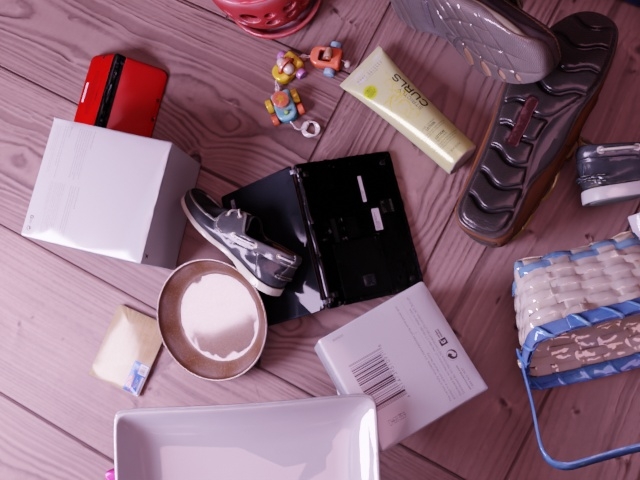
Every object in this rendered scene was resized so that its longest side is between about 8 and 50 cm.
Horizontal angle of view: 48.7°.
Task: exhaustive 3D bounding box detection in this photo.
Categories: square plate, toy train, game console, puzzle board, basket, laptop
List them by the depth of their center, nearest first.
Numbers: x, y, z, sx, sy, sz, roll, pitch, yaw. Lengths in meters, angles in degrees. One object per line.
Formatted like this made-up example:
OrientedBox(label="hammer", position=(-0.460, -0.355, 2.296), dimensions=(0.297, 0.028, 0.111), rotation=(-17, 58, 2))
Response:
OrientedBox(label="square plate", position=(-0.087, 0.384, 0.914), dimensions=(0.344, 0.049, 0.347), rotation=(-2, 80, -7))
OrientedBox(label="basket", position=(0.395, 0.148, 0.962), dimensions=(0.254, 0.201, 0.289), rotation=(-12, 50, 8))
OrientedBox(label="laptop", position=(0.000, 0.000, 1.152), dimensions=(0.264, 0.136, 0.234), rotation=(-11, 81, -19))
OrientedBox(label="toy train", position=(-0.027, -0.262, 1.172), dimensions=(0.125, 0.046, 0.166), rotation=(17, 85, 11))
OrientedBox(label="puzzle board", position=(-0.319, 0.183, 1.178), dimensions=(0.096, 0.011, 0.128), rotation=(22, 87, 9))
OrientedBox(label="game console", position=(-0.352, -0.243, 1.235), dimensions=(0.124, 0.085, 0.144), rotation=(10, 83, 41))

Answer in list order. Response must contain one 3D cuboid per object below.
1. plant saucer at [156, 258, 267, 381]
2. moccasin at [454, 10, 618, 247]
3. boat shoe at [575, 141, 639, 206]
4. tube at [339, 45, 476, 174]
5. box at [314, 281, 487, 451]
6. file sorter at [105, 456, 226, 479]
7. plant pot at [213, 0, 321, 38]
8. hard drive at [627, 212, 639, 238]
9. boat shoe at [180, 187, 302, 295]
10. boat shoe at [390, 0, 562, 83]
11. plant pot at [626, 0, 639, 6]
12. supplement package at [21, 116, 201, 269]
OrientedBox(label="plant saucer", position=(-0.169, 0.124, 1.129), dimensions=(0.198, 0.036, 0.199), rotation=(3, 98, 20))
OrientedBox(label="moccasin", position=(0.334, -0.162, 1.068), dimensions=(0.139, 0.147, 0.380), rotation=(21, 90, 25))
OrientedBox(label="boat shoe", position=(0.521, -0.118, 1.022), dimensions=(0.302, 0.114, 0.091), rotation=(-9, 85, -7))
OrientedBox(label="tube", position=(0.143, -0.206, 1.135), dimensions=(0.070, 0.062, 0.240), rotation=(-31, 70, -37))
OrientedBox(label="box", position=(0.112, 0.187, 1.040), dimensions=(0.182, 0.119, 0.181), rotation=(-29, 80, -10))
OrientedBox(label="file sorter", position=(-0.168, 0.451, 1.025), dimensions=(0.182, 0.202, 0.291), rotation=(-11, 81, 6))
OrientedBox(label="plant pot", position=(-0.093, -0.432, 1.138), dimensions=(0.191, 0.174, 0.191), rotation=(-1, 83, 8))
OrientedBox(label="hard drive", position=(0.588, 0.084, 0.986), dimensions=(0.210, 0.040, 0.319), rotation=(-23, 78, 40))
OrientedBox(label="boat shoe", position=(-0.125, -0.015, 1.108), dimensions=(0.233, 0.084, 0.079), rotation=(41, 110, 21))
OrientedBox(label="boat shoe", position=(0.232, -0.358, 1.049), dimensions=(0.130, 0.132, 0.355), rotation=(-39, 52, -4))
OrientedBox(label="plant pot", position=(0.567, -0.477, 1.026), dimensions=(0.236, 0.212, 0.236), rotation=(26, 87, 10))
OrientedBox(label="supplement package", position=(-0.329, -0.069, 1.140), dimensions=(0.203, 0.149, 0.194), rotation=(13, 85, 10))
